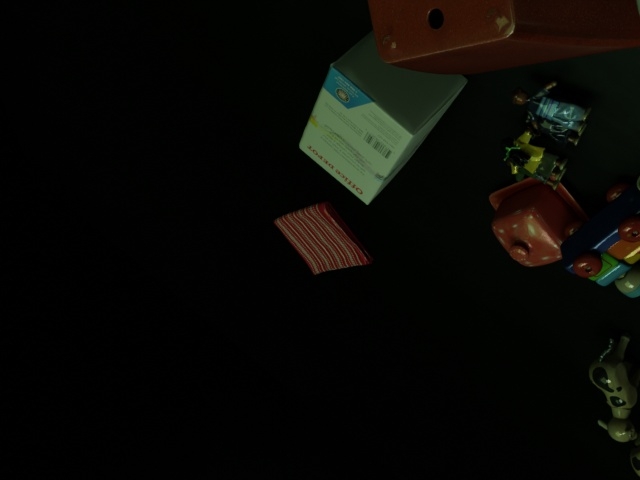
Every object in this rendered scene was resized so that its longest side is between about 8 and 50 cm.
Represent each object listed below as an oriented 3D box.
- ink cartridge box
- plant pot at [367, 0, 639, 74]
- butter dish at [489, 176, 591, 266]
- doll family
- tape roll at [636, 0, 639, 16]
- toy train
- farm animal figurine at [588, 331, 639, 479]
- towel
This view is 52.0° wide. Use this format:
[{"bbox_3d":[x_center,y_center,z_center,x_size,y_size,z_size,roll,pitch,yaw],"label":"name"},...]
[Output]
[{"bbox_3d":[0.098,-0.214,1.121,0.171,0.168,0.233,41,152,5],"label":"ink cartridge box"},{"bbox_3d":[0.188,-0.313,0.720,0.267,0.235,0.268,5,114,50],"label":"plant pot"},{"bbox_3d":[0.359,-0.012,1.112,0.160,0.118,0.160,48,152,-9],"label":"butter dish"},{"bbox_3d":[0.329,-0.159,0.994,0.111,0.076,0.193,30,131,21],"label":"doll family"},{"bbox_3d":[0.403,-0.273,0.529,0.286,0.286,0.100,9,136,46],"label":"tape roll"},{"bbox_3d":[0.494,-0.020,0.971,0.143,0.105,0.248,30,128,-14],"label":"toy train"},{"bbox_3d":[0.638,0.354,1.193,0.330,0.172,0.327,26,147,30],"label":"farm animal figurine"},{"bbox_3d":[0.000,0.000,1.683,0.199,0.031,0.274,52,151,-14],"label":"towel"}]
